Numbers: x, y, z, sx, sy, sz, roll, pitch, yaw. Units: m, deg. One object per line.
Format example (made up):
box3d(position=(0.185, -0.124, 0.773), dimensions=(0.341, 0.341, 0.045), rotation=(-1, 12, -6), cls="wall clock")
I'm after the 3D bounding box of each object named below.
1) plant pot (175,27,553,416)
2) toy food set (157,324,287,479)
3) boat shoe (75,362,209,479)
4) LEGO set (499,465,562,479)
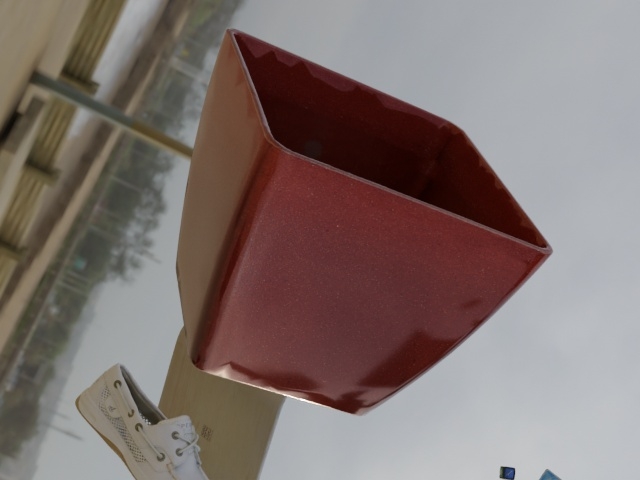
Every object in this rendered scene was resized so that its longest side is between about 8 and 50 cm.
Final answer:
box3d(position=(0.000, 0.000, 0.972), dimensions=(0.235, 0.267, 0.267), rotation=(-60, -156, 21), cls="plant pot")
box3d(position=(-0.137, 0.281, 1.598), dimensions=(0.092, 0.220, 0.306), rotation=(-5, 117, -51), cls="toy food set")
box3d(position=(-0.209, 0.273, 1.427), dimensions=(0.096, 0.277, 0.098), rotation=(-49, 164, 3), cls="boat shoe")
box3d(position=(0.368, 0.487, 1.774), dimensions=(0.182, 0.244, 0.060), rotation=(-52, -179, -13), cls="LEGO set")
